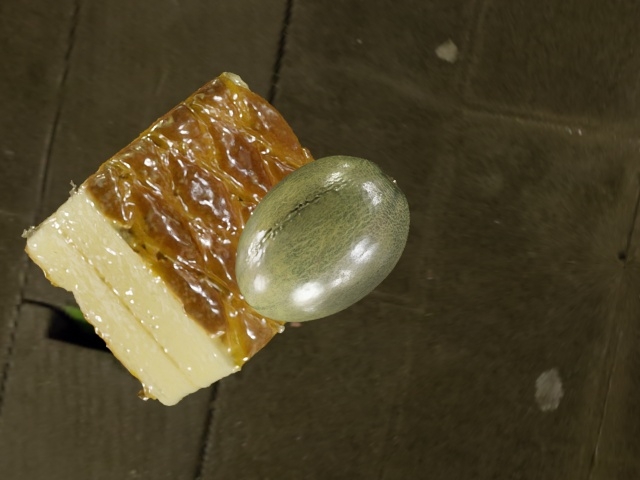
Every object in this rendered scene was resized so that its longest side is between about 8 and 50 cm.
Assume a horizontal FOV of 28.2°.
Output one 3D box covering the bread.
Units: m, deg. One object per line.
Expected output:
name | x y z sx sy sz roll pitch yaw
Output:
bread | -0.139 -0.003 1.470 0.279 0.279 0.207 51 140 -2

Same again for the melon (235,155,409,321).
melon | 0.000 0.000 0.860 0.130 0.098 0.098 -39 81 4
